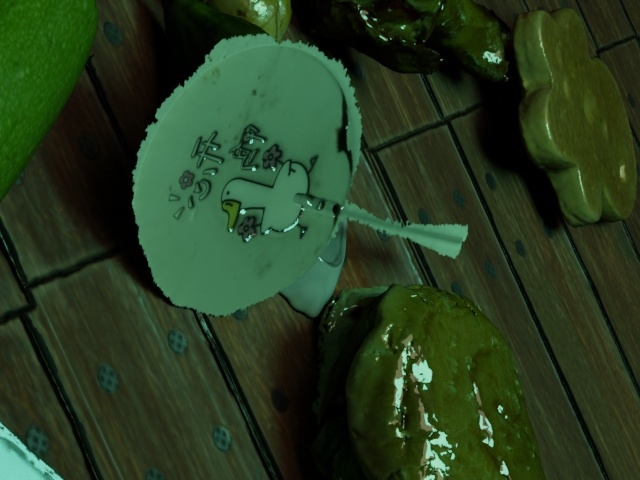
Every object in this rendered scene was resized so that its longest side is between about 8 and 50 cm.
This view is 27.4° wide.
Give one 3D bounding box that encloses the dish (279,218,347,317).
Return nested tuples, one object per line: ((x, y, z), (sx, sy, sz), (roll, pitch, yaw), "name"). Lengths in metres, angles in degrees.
((0.000, 0.000, 1.176), (0.091, 0.039, 0.137), (50, 40, -21), "dish")

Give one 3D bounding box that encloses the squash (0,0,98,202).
((-0.251, -0.118, 0.863), (0.203, 0.111, 0.289), (49, 41, -20), "squash")

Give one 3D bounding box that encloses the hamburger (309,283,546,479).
((0.106, 0.165, 1.142), (0.265, 0.134, 0.285), (6, 69, -49), "hamburger")

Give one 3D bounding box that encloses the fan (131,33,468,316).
((-0.001, -0.031, 1.106), (0.414, 0.012, 0.233), (19, 98, -48), "fan")

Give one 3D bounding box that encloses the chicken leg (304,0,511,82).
((0.098, -0.246, 1.355), (0.361, 0.140, 0.212), (29, 41, -36), "chicken leg")

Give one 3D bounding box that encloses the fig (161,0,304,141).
((-0.082, -0.143, 1.102), (0.117, 0.117, 0.178), (1, 56, -52), "fig")

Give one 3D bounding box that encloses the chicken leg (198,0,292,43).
((-0.099, -0.251, 1.150), (0.207, 0.085, 0.101), (53, 41, -22), "chicken leg")

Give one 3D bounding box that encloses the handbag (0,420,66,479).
((-0.236, 0.209, 0.726), (0.260, 0.079, 0.247), (49, 38, -22), "handbag")

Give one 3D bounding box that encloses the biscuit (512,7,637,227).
((0.312, -0.144, 1.610), (0.355, 0.052, 0.275), (19, 64, -59), "biscuit")
